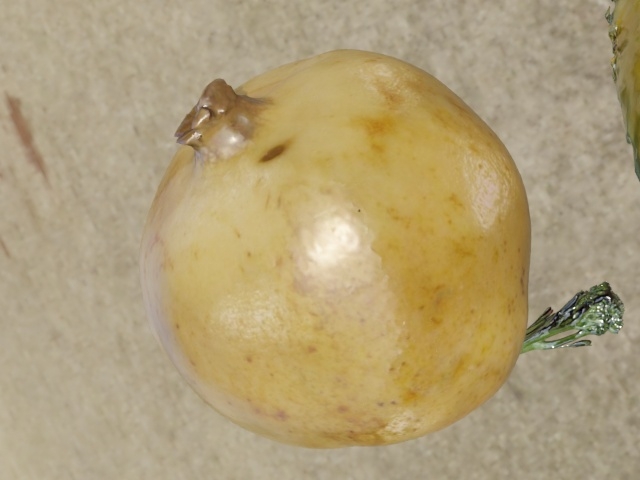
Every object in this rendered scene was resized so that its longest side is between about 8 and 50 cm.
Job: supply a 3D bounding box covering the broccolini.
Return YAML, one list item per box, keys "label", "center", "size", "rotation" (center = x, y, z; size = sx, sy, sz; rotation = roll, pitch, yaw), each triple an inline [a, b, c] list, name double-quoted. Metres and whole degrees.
- label: "broccolini"
  center: [0.126, 0.070, 0.769]
  size: [0.035, 0.140, 0.030]
  rotation: [60, 176, 7]

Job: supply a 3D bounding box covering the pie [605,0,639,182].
- label: "pie"
  center: [0.188, -0.113, 0.322]
  size: [0.071, 0.306, 0.306]
  rotation: [33, 167, -22]

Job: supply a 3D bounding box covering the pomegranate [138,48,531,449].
- label: "pomegranate"
  center: [0.000, 0.000, 0.569]
  size: [0.196, 0.196, 0.196]
  rotation: [47, 153, 33]
